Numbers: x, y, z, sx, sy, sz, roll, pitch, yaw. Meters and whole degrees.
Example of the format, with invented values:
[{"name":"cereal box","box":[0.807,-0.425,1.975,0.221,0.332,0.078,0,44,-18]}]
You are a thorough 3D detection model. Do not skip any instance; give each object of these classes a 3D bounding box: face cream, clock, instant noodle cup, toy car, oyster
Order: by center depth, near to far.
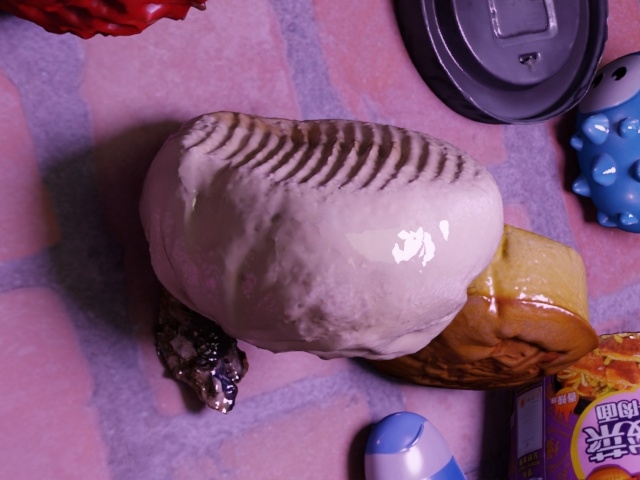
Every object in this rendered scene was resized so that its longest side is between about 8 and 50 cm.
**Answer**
[{"name":"oyster","box":[-0.121,0.100,1.599,0.148,0.051,0.103,48,44,-12]},{"name":"face cream","box":[0.124,0.321,1.759,0.149,0.083,0.264,-27,99,-45]},{"name":"instant noodle cup","box":[0.366,0.268,1.854,0.340,0.340,0.266,14,63,-41]},{"name":"clock","box":[0.237,-0.308,1.980,0.325,0.067,0.325,2,86,-35]},{"name":"toy car","box":[0.427,-0.128,2.073,0.190,0.188,0.255,-7,88,-38]}]

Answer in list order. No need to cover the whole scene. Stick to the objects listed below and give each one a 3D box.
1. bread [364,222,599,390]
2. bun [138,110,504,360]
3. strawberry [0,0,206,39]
[{"name":"bread","box":[0.178,0.084,1.741,0.270,0.270,0.148,25,57,-37]},{"name":"bun","box":[0.000,0.000,1.557,0.365,0.365,0.219,-12,119,-44]},{"name":"strawberry","box":[-0.249,-0.334,1.426,0.345,0.317,0.295,0,112,-28]}]
